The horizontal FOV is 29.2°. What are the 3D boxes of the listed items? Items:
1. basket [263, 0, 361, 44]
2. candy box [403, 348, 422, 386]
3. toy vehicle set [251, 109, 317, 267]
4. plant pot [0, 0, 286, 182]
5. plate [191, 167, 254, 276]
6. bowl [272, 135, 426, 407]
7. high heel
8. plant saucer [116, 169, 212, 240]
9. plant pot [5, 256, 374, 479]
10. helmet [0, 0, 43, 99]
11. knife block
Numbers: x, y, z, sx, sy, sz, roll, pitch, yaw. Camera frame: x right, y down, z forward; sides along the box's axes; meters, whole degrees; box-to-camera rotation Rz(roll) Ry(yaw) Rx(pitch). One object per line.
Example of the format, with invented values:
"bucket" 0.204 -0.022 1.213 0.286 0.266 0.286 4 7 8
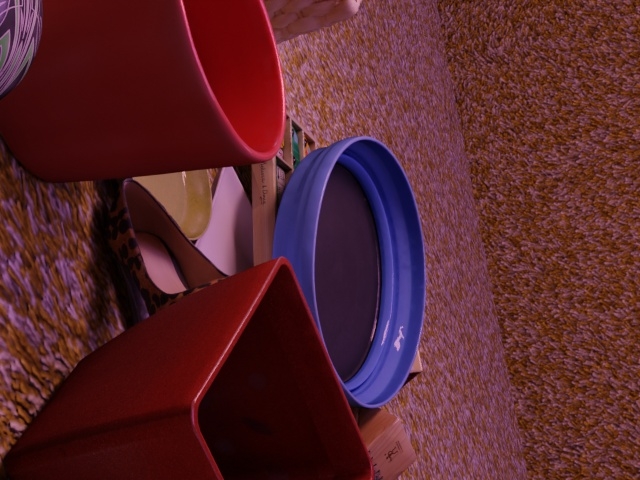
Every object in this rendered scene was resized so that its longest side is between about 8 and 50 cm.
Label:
"basket" -0.121 -0.426 1.586 0.266 0.331 0.328 -79 149 -51
"candy box" 0.086 0.092 2.087 0.183 0.087 0.317 121 -38 -70
"toy vehicle set" -0.048 -0.056 1.790 0.166 0.035 0.267 37 46 -60
"plant pot" -0.197 -0.182 1.272 0.275 0.243 0.275 -15 90 -74
"plate" -0.111 0.074 1.668 0.277 0.045 0.278 -77 148 -56
"bowl" 0.047 0.047 1.789 0.391 0.077 0.391 10 79 -62
"high heel" -0.150 0.008 1.306 0.093 0.261 0.186 -9 87 -37
"plant saucer" -0.207 -0.109 1.512 0.241 0.037 0.241 -19 90 -73
"plant pot" -0.126 0.210 1.148 0.267 0.235 0.267 -62 134 -58
"helmet" -0.315 -0.191 1.039 0.169 0.161 0.169 -15 90 -73
"knife block" 0.006 0.339 1.784 0.275 0.242 0.088 22 -37 51
